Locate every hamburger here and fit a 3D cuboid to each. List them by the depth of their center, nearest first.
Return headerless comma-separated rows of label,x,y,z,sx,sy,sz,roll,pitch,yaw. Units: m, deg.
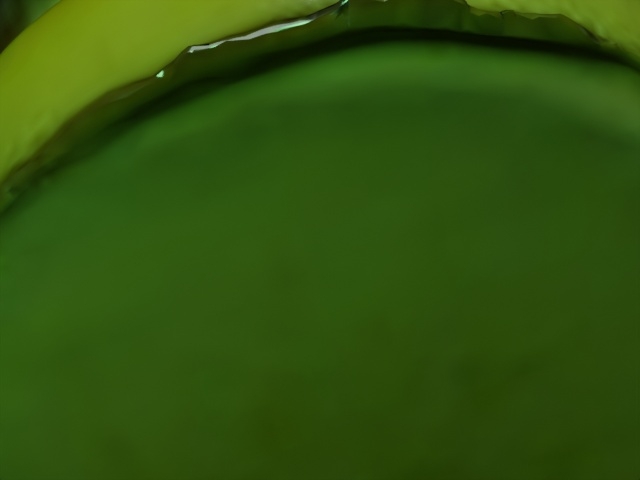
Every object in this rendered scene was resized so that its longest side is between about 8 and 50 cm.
hamburger,0.000,0.000,0.716,0.395,0.396,0.277,-12,39,0
